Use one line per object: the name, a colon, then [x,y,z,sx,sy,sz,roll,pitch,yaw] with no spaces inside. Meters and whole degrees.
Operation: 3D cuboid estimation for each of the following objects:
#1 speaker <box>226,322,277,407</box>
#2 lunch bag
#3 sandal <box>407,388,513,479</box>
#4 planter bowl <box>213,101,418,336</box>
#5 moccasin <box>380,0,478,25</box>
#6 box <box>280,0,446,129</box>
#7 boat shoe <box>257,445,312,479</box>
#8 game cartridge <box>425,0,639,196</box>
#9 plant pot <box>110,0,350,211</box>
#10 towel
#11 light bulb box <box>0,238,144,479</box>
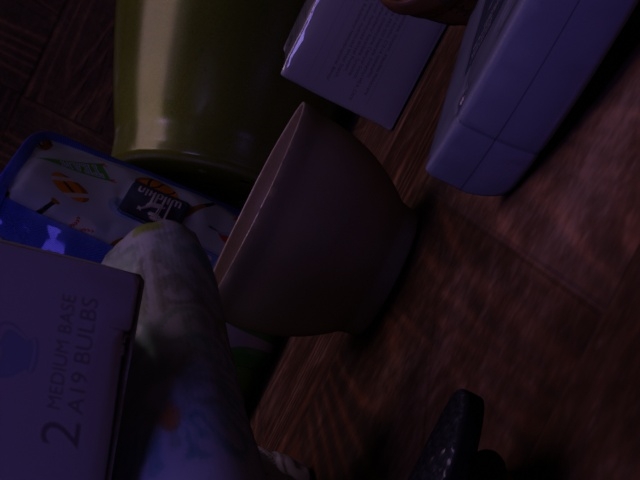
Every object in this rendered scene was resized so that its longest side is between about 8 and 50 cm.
speaker: [-0.150,0.187,1.364,0.296,0.131,0.131,-64,7,-3]
lunch bag: [-0.222,0.040,1.625,0.385,0.328,0.239,147,147,-80]
sandal: [0.050,0.107,0.561,0.067,0.040,0.179,-61,-9,-22]
planter bowl: [0.000,0.000,0.994,0.162,0.109,0.162,-62,8,15]
moccasin: [0.132,-0.307,0.861,0.147,0.139,0.380,-13,-41,-54]
box: [0.053,-0.223,1.379,0.182,0.119,0.181,-63,7,13]
boat shoe: [-0.055,0.169,0.833,0.098,0.096,0.277,-62,7,-2]
game cartridge: [0.136,-0.164,0.730,0.294,0.060,0.196,115,179,-47]
plant pot: [-0.099,-0.217,1.730,0.366,0.367,0.353,136,147,-71]
towel: [-0.130,0.223,0.762,0.374,0.090,0.320,-60,33,30]
light bulb box: [-0.275,0.191,0.716,0.361,0.225,0.357,-22,58,58]
